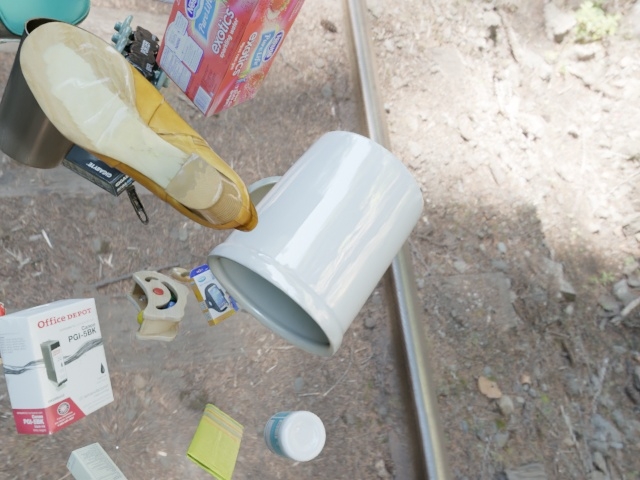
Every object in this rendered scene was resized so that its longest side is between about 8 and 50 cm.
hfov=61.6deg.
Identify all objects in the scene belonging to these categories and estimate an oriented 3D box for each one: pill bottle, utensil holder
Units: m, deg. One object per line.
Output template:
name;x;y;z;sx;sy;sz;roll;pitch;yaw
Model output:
pill bottle;-0.095;0.624;1.724;0.146;0.264;0.146;7;71;-20
utensil holder;0.000;0.000;1.177;0.327;0.327;0.386;39;66;-3

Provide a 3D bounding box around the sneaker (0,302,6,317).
sneaker;-0.840;0.192;1.168;0.278;0.118;0.108;-12;83;-33

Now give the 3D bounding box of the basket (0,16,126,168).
basket;-0.478;-0.253;0.962;0.154;0.227;0.204;43;23;2

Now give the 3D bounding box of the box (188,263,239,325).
box;-0.251;0.121;1.253;0.081;0.028;0.136;-28;95;-49

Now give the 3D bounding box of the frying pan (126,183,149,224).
frying pan;-0.582;-0.187;1.508;0.197;0.053;0.327;-6;110;-29

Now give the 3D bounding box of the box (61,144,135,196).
box;-0.499;-0.216;1.257;0.220;0.051;0.175;29;58;17

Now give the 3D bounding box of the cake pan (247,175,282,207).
cake pan;-0.180;-0.138;2.072;0.292;0.293;0.054;-2;50;-21

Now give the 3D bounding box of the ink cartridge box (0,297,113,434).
ink cartridge box;-0.311;0.144;0.635;0.099;0.056;0.136;-19;101;-66

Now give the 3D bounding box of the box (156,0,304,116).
box;-0.154;-0.384;0.932;0.154;0.300;0.142;46;47;5

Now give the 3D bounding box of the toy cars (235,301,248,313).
toy cars;-0.160;0.184;1.771;0.393;0.087;0.176;-5;34;-37

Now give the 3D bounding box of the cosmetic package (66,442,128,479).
cosmetic package;-0.429;0.450;1.033;0.115;0.041;0.060;35;17;29

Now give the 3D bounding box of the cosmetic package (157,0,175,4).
cosmetic package;-0.304;-0.540;1.003;0.151;0.152;0.183;34;28;24

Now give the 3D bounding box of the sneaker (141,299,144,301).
sneaker;-0.601;0.204;1.836;0.098;0.038;0.069;38;23;-8

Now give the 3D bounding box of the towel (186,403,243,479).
towel;-0.216;0.416;1.111;0.102;0.237;0.021;36;93;-5

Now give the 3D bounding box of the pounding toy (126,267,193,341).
pounding toy;-0.423;0.129;1.414;0.154;0.155;0.270;19;22;-15

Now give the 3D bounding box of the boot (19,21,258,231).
boot;-0.203;-0.113;0.653;0.295;0.211;0.104;42;86;4

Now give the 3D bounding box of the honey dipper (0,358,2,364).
honey dipper;-0.891;0.313;1.404;0.160;0.030;0.031;-3;64;25

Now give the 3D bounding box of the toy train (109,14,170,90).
toy train;-0.431;-0.375;1.214;0.142;0.190;0.334;27;26;-29

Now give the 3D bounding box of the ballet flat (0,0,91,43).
ballet flat;-0.655;-0.441;1.046;0.139;0.139;0.400;50;55;3
